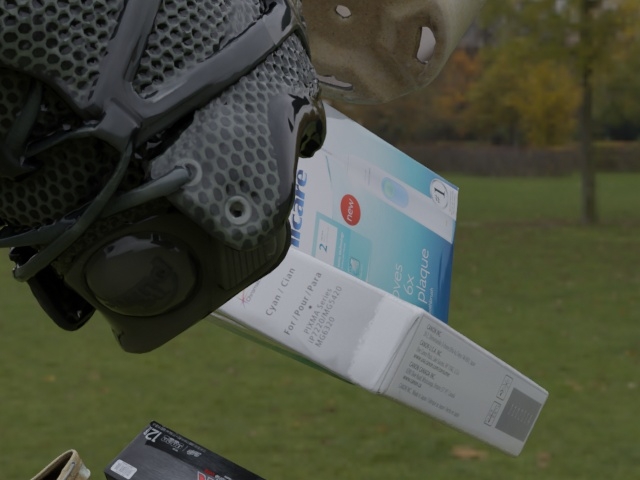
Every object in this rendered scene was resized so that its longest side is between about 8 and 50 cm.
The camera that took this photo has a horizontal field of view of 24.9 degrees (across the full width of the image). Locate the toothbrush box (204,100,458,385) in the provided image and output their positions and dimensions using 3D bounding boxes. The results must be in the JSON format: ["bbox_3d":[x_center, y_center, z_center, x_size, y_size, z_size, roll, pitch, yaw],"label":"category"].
[{"bbox_3d":[0.000,0.000,1.443,0.126,0.216,0.295,-12,-28,39],"label":"toothbrush box"}]

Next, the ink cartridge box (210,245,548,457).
[{"bbox_3d":[0.003,0.060,1.052,0.261,0.066,0.296,24,-5,28],"label":"ink cartridge box"}]

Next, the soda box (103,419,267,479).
[{"bbox_3d":[-0.061,0.184,0.952,0.169,0.060,0.053,22,51,32],"label":"soda box"}]

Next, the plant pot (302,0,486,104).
[{"bbox_3d":[0.065,-0.316,1.476,0.334,0.334,0.305,2,47,27],"label":"plant pot"}]

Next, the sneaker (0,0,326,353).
[{"bbox_3d":[-0.075,-0.037,0.320,0.087,0.130,0.227,-24,-9,34],"label":"sneaker"}]

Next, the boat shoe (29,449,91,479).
[{"bbox_3d":[-0.291,0.262,1.358,0.068,0.072,0.190,4,28,34],"label":"boat shoe"}]
